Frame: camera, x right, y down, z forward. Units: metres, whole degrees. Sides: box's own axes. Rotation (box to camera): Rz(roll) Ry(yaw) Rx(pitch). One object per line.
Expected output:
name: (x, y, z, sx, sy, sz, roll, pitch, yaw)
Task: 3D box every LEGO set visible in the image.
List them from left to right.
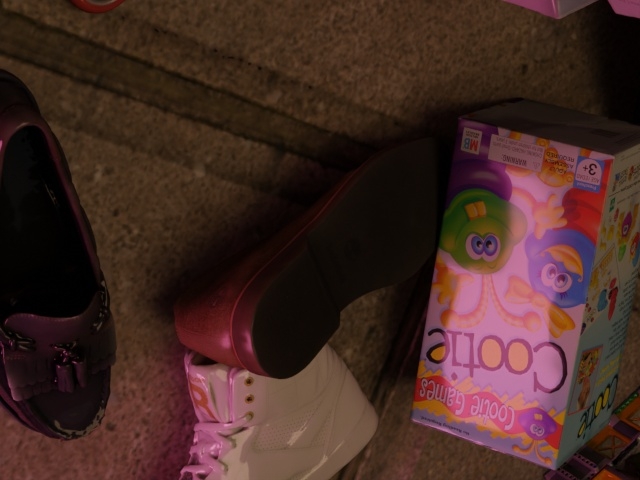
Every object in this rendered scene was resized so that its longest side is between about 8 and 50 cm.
LEGO set: (0.393, 0.296, 1.628, 0.255, 0.192, 0.331, -31, 124, -22)

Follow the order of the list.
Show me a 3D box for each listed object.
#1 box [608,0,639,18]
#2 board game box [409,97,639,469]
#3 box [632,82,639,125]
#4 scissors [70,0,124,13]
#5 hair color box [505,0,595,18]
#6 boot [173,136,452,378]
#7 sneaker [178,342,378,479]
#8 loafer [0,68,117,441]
box: (0.241, -0.233, 1.107, 0.091, 0.130, 0.170, -50, 129, -10)
board game box: (0.187, 0.032, 1.381, 0.144, 0.142, 0.275, -21, 123, -59)
box: (0.455, -0.211, 1.455, 0.395, 0.097, 0.318, -34, 154, -20)
scissors: (-0.077, -0.261, 1.179, 0.297, 0.021, 0.109, -28, 120, -22)
hair color box: (0.131, -0.370, 1.178, 0.113, 0.185, 0.374, -27, 122, -25)
boot: (0.000, 0.000, 1.301, 0.305, 0.115, 0.112, -38, 120, -39)
sneaker: (-0.092, 0.174, 1.298, 0.292, 0.108, 0.169, -45, 127, -25)
loafer: (-0.208, 0.027, 1.154, 0.109, 0.095, 0.303, -24, 121, -26)
